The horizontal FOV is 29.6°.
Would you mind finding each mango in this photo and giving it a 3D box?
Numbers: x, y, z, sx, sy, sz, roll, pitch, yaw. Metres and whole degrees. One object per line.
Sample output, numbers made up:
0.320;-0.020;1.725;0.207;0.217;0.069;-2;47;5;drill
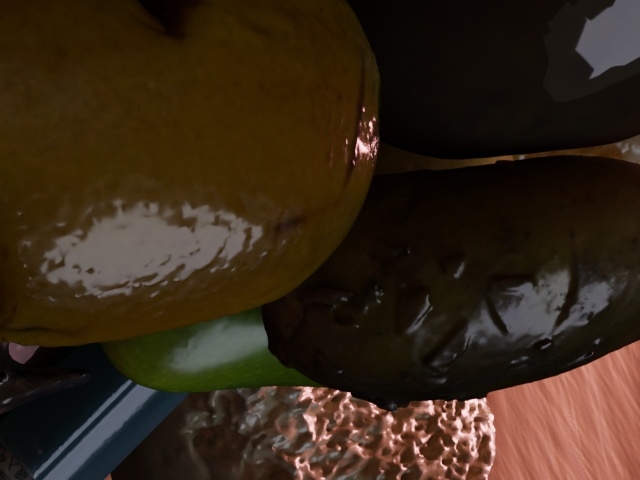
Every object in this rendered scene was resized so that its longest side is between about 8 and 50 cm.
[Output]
-0.087;-0.045;0.436;0.262;0.167;0.130;-19;-172;-43;mango
0.000;0.000;0.730;0.343;0.192;0.156;-25;177;-44;mango

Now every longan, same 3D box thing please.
0.112;-0.142;0.604;0.246;0.215;0.246;-5;143;-4;longan

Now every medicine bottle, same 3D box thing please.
-0.133;0.094;0.821;0.258;0.079;0.124;-45;166;-7;medicine bottle

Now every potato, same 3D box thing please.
0.091;0.020;0.605;0.251;0.113;0.149;0;153;-21;potato

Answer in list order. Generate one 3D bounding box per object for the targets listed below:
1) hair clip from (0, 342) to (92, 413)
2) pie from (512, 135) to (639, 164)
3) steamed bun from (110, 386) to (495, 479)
-0.214;0.094;0.619;0.257;0.075;0.146;-36;179;-14;hair clip
0.213;-0.101;0.994;0.339;0.077;0.339;-5;137;-4;pie
-0.004;0.168;1.024;0.290;0.272;0.273;-24;154;-49;steamed bun
